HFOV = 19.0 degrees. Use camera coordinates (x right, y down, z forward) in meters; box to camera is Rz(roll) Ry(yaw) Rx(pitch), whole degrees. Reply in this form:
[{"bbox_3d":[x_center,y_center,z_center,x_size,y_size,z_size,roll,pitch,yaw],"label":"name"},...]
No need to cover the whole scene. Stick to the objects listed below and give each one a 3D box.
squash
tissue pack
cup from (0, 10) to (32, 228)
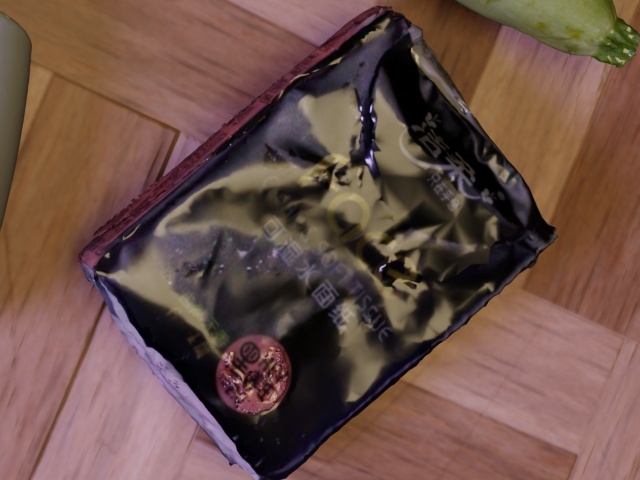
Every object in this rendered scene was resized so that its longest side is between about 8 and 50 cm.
[{"bbox_3d":[0.111,-0.259,1.527,0.370,0.118,0.118,35,82,-23],"label":"squash"},{"bbox_3d":[0.000,0.000,1.498,0.332,0.123,0.245,-40,109,-14],"label":"tissue pack"},{"bbox_3d":[-0.341,-0.070,1.353,0.258,0.186,0.234,16,79,6],"label":"cup"}]
